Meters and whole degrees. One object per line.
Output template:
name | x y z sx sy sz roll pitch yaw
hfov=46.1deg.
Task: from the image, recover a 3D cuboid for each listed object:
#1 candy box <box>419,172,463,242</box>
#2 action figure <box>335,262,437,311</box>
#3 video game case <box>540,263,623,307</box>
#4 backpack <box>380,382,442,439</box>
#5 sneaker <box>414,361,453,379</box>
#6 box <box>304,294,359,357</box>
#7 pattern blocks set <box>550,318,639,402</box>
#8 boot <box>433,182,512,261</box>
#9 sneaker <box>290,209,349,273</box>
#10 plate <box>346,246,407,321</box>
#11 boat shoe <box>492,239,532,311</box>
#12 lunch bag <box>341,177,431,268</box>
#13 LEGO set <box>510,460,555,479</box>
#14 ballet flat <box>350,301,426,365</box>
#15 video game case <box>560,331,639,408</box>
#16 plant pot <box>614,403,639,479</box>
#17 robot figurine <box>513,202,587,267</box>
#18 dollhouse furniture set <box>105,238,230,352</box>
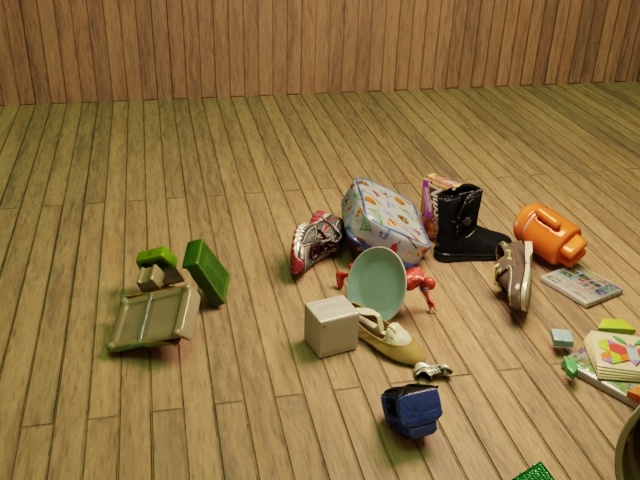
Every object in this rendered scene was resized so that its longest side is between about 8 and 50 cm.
candy box | 0.342 -0.086 2.148 0.053 0.187 0.109 -24 38 -38
action figure | 0.177 0.129 1.865 0.280 0.139 0.091 -2 22 46
video game case | 0.685 0.116 1.975 0.143 0.019 0.157 -15 32 -29
backpack | 0.170 0.331 1.468 0.097 0.101 0.120 -4 -3 -18
sneaker | 0.244 0.288 1.627 0.083 0.032 0.037 2 42 10
box | 0.025 0.194 1.705 0.101 0.102 0.087 -11 29 -23
pattern blocks set | 0.685 0.257 1.656 0.324 0.026 0.285 -1 29 -5
boot | 0.430 -0.051 2.069 0.246 0.207 0.094 -5 29 -13
sneaker | 0.000 0.000 2.041 0.111 0.121 0.299 15 30 17
plate | 0.138 0.109 1.804 0.024 0.188 0.188 11 16 -44
boat shoe | 0.490 0.086 1.924 0.096 0.117 0.324 4 24 14
lunch bag | 0.183 -0.046 2.094 0.243 0.115 0.303 25 26 -16
LEGO set | 0.336 0.515 1.118 0.255 0.192 0.331 -37 35 -7
ballet flat | 0.140 0.209 1.714 0.232 0.073 0.080 24 37 34
video game case | 0.674 0.284 1.660 0.193 0.023 0.212 -22 36 -37
plant pot | 0.690 0.330 1.318 0.333 0.334 0.305 11 19 17
robot figurine | 0.623 -0.018 2.069 0.158 0.128 0.219 5 30 -51
dollhouse furniture set | -0.352 0.166 1.775 0.197 0.151 0.302 -12 43 17
